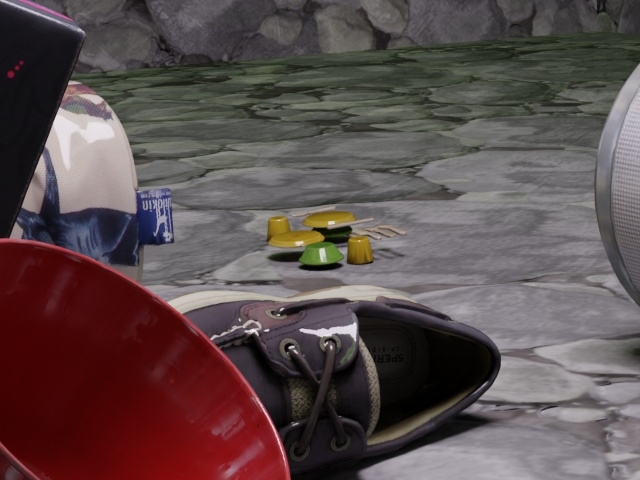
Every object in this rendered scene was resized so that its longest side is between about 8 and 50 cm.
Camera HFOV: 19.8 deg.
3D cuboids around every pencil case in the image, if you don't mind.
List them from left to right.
[{"bbox_3d":[-0.303,0.010,1.144,0.410,0.183,0.160,-11,-20,-31],"label":"pencil case"}]

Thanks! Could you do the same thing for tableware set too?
[{"bbox_3d":[0.000,0.000,1.571,0.104,0.024,0.154,-11,15,-24],"label":"tableware set"}]

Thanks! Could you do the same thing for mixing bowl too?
[{"bbox_3d":[-0.113,0.097,0.796,0.181,0.098,0.181,32,24,-16],"label":"mixing bowl"}]

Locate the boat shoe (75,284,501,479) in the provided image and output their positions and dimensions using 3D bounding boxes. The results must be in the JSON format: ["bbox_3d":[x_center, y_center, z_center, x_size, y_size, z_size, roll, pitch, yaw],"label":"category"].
[{"bbox_3d":[-0.007,0.075,0.972,0.092,0.102,0.285,0,4,38],"label":"boat shoe"}]

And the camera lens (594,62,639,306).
[{"bbox_3d":[0.317,-0.027,1.111,0.219,0.219,0.274,-8,12,-26],"label":"camera lens"}]

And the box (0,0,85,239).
[{"bbox_3d":[-0.249,-0.017,0.956,0.165,0.270,0.143,19,4,-16],"label":"box"}]
